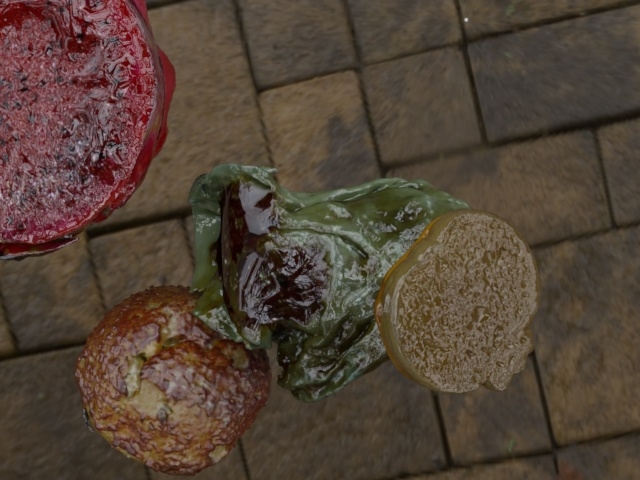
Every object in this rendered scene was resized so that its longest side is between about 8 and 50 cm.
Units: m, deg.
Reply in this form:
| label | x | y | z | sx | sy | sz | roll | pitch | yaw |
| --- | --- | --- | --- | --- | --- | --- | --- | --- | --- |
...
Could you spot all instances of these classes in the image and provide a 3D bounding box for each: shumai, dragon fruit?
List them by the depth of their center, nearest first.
| label | x | y | z | sx | sy | sz | roll | pitch | yaw |
| --- | --- | --- | --- | --- | --- | --- | --- | --- | --- |
| shumai | 0.000 | 0.000 | 1.458 | 0.330 | 0.292 | 0.288 | -35 | 93 | 35 |
| dragon fruit | -0.341 | -0.183 | 1.509 | 0.386 | 0.249 | 0.371 | 41 | 102 | 4 |

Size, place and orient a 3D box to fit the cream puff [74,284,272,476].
| label | x | y | z | sx | sy | sz | roll | pitch | yaw |
| --- | --- | --- | --- | --- | --- | --- | --- | --- | --- |
| cream puff | -0.172 | 0.161 | 1.527 | 0.240 | 0.164 | 0.240 | 8 | 69 | -22 |

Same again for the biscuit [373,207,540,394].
| label | x | y | z | sx | sy | sz | roll | pitch | yaw |
| --- | --- | --- | --- | --- | --- | --- | --- | --- | --- |
| biscuit | 0.127 | 0.061 | 1.155 | 0.170 | 0.050 | 0.170 | -2 | 94 | -28 |
